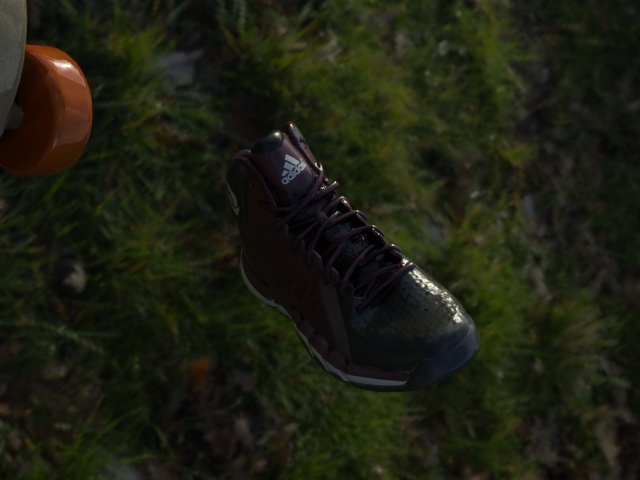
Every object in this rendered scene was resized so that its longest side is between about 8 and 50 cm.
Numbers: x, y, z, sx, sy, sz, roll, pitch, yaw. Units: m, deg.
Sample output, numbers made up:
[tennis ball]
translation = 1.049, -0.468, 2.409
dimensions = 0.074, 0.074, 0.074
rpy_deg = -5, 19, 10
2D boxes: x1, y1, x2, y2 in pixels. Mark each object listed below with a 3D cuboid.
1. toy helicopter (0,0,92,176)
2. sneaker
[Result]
[toy helicopter]
translation = -0.317, -0.133, 0.835
dimensions = 0.140, 0.355, 0.235
rpy_deg = -11, 90, -50
[sneaker]
translation = 0.000, 0.000, 0.970
dimensions = 0.106, 0.281, 0.162
rpy_deg = -33, 124, -22
